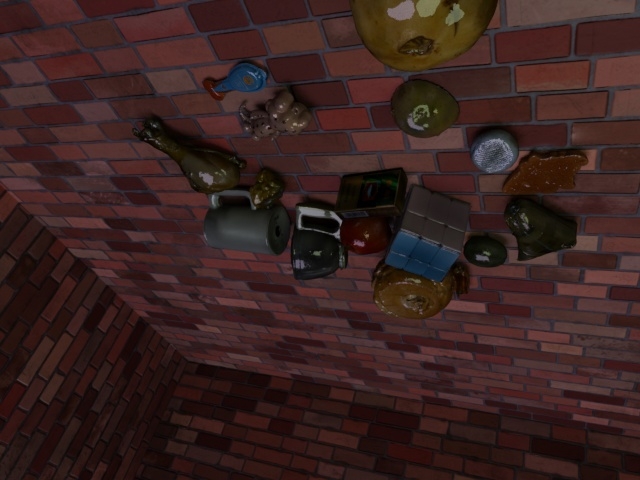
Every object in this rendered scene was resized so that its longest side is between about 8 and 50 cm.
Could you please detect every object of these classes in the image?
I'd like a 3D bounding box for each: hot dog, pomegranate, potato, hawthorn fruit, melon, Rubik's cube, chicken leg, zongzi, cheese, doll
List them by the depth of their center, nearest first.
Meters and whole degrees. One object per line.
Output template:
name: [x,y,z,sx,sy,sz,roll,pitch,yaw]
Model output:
pomegranate: [0.215,-0.542,1.148,0.333,0.332,0.332,14,146,9]
potato: [0.294,-0.358,1.541,0.202,0.117,0.182,30,142,-14]
cheese: [-0.273,-0.506,1.693,0.256,0.037,0.106,-5,138,35]
doll: [-0.154,-0.398,1.729,0.278,0.119,0.154,0,142,43]
zongzi: [0.687,-0.025,1.809,0.251,0.125,0.274,28,152,-13]
Rubik's cube: [0.378,-0.022,1.877,0.225,0.221,0.231,19,147,2]
melon: [0.601,0.042,1.950,0.167,0.114,0.114,12,146,11]
chicken leg: [-0.503,-0.320,1.994,0.429,0.152,0.201,33,128,-9]
hawthorn fruit: [0.153,-0.019,1.996,0.197,0.225,0.196,34,149,24]
hot dog: [0.582,0.165,2.189,0.072,0.055,0.188,9,146,21]

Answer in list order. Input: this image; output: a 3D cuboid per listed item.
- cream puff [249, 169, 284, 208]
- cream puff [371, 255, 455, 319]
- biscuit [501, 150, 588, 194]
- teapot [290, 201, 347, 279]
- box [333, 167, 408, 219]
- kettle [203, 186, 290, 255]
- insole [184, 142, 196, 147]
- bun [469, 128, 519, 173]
cream puff: [-0.216,-0.200,2.037,0.116,0.146,0.146,61,144,8]
cream puff: [0.372,0.163,2.138,0.327,0.231,0.343,18,140,-6]
biscuit: [0.683,-0.203,1.624,0.183,0.043,0.280,38,147,-19]
teapot: [0.001,0.002,2.174,0.239,0.321,0.239,-1,-175,3]
box: [0.176,-0.159,1.848,0.240,0.159,0.071,-4,147,31]
kettle: [-0.316,-0.068,2.195,0.318,0.205,0.265,5,147,25]
insole: [-0.478,-0.316,2.098,0.065,0.004,0.197,2,143,25]
bun: [0.519,-0.271,1.577,0.141,0.083,0.140,13,136,13]
